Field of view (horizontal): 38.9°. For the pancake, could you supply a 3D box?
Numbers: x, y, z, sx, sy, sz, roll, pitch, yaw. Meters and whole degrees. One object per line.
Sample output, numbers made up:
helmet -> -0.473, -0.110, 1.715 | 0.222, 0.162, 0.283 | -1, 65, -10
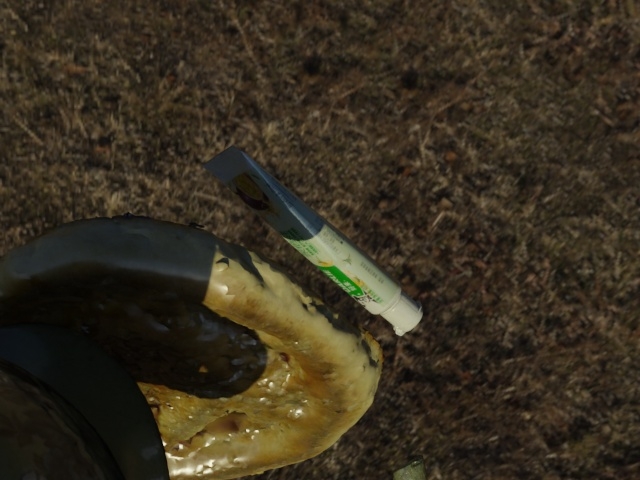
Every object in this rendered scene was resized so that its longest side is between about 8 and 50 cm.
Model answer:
pancake -> -0.125, 0.115, 0.706 | 0.356, 0.356, 0.065 | 4, 52, -14

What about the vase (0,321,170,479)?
vase -> -0.165, 0.200, 0.449 | 0.241, 0.302, 0.329 | -37, 83, 4

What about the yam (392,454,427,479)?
yam -> 0.180, 0.490, 1.749 | 0.070, 0.070, 0.146 | -8, 87, -20

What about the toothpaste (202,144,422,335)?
toothpaste -> 0.000, 0.000, 1.052 | 0.314, 0.058, 0.056 | 40, 16, -19
